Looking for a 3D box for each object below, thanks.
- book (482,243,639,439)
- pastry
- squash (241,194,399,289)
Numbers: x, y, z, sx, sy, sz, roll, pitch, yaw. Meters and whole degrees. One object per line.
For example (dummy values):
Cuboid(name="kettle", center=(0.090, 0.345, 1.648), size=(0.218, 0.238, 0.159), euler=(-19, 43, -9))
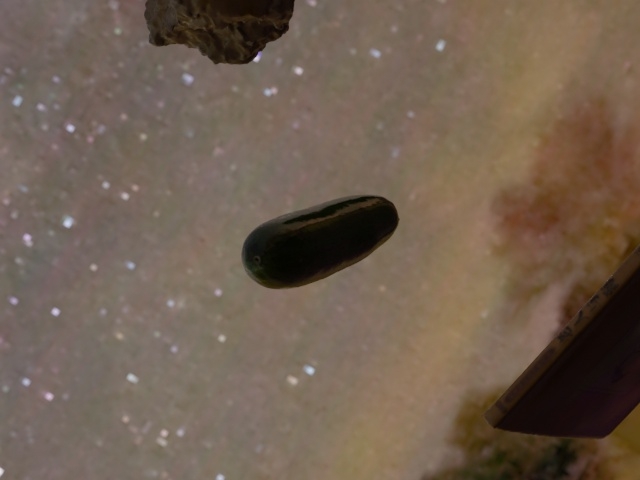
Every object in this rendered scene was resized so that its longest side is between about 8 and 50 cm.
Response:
Cuboid(name="book", center=(0.348, 0.052, 1.412), size=(0.389, 0.032, 0.269), euler=(-50, -32, 16))
Cuboid(name="pastry", center=(-0.069, -0.251, 1.006), size=(0.089, 0.121, 0.259), euler=(-84, 0, -78))
Cuboid(name="squash", center=(-0.002, 0.001, 1.602), size=(0.292, 0.082, 0.082), euler=(-20, -43, -58))
